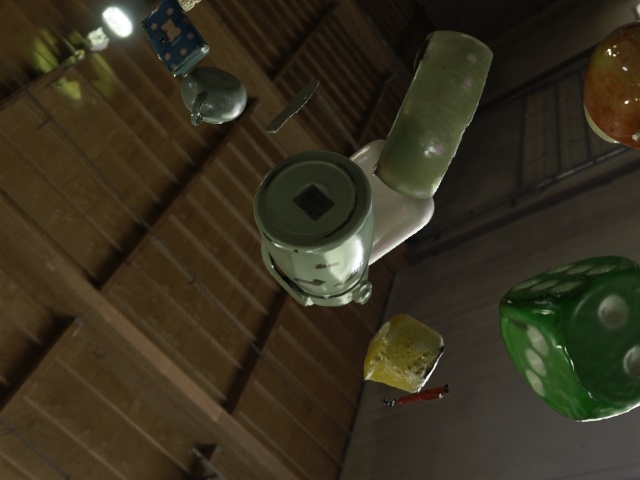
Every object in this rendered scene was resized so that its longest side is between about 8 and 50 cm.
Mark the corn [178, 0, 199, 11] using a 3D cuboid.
[{"bbox_3d":[-0.397,-0.771,2.028,0.087,0.211,0.087,-1,-89,-39],"label":"corn"}]

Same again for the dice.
[{"bbox_3d":[0.605,0.212,1.496,0.300,0.287,0.297,64,172,-1],"label":"dice"}]

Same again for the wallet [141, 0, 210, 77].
[{"bbox_3d":[-0.414,-0.574,1.856,0.202,0.141,0.059,57,-163,15],"label":"wallet"}]

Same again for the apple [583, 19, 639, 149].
[{"bbox_3d":[0.495,-0.231,0.983,0.188,0.188,0.174,41,-140,-32],"label":"apple"}]

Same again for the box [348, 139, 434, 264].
[{"bbox_3d":[0.133,-0.099,1.886,0.289,0.349,0.141,58,-157,9],"label":"box"}]

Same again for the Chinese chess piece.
[{"bbox_3d":[0.230,-0.261,1.371,0.146,0.349,0.349,22,-143,4],"label":"Chinese chess piece"}]

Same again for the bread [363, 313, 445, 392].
[{"bbox_3d":[0.203,0.286,1.644,0.170,0.197,0.197,25,-146,7],"label":"bread"}]

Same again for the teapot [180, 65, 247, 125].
[{"bbox_3d":[-0.314,-0.419,1.915,0.193,0.129,0.294,24,-146,0],"label":"teapot"}]

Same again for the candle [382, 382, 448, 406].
[{"bbox_3d":[0.208,0.348,1.451,0.021,0.167,0.026,-14,-98,-57],"label":"candle"}]

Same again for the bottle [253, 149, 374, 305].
[{"bbox_3d":[0.000,0.000,1.257,0.352,0.229,0.229,74,-173,-63],"label":"bottle"}]

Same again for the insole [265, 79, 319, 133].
[{"bbox_3d":[-0.063,-0.319,1.551,0.192,0.063,0.010,-51,-56,-21],"label":"insole"}]

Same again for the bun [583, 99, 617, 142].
[{"bbox_3d":[0.543,-0.269,1.153,0.164,0.111,0.188,21,-100,-26],"label":"bun"}]
